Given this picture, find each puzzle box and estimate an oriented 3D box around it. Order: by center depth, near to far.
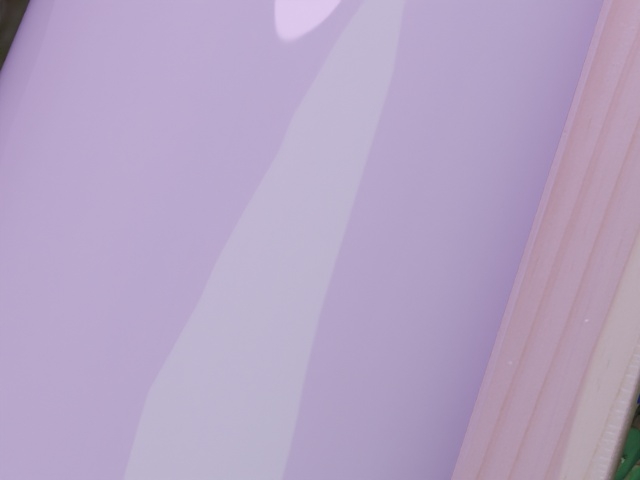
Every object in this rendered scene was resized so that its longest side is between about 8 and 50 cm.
[{"bbox_3d":[0.172,0.030,0.743,0.052,0.409,0.272,16,88,26],"label":"puzzle box"}]

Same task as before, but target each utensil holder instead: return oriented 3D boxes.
[{"bbox_3d":[0.000,0.000,0.806,0.328,0.327,0.385,22,85,7],"label":"utensil holder"}]
